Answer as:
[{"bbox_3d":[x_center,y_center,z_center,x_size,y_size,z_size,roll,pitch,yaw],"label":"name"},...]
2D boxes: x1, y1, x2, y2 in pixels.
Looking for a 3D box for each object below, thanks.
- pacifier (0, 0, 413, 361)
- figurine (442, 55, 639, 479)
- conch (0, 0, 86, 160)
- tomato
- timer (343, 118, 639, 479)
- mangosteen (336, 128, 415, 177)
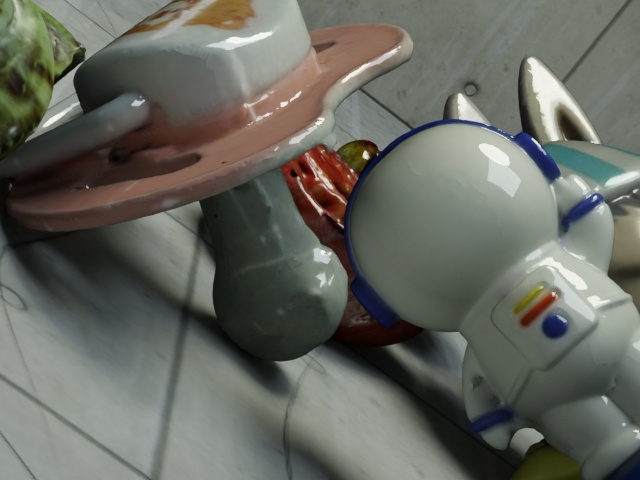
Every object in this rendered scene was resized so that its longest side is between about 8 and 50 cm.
[{"bbox_3d":[-0.064,-0.061,1.169,0.273,0.220,0.332,40,34,1],"label":"pacifier"},{"bbox_3d":[0.257,0.021,1.450,0.361,0.266,0.378,40,37,-74],"label":"figurine"},{"bbox_3d":[-0.216,-0.106,1.016,0.187,0.181,0.124,-34,106,-38],"label":"conch"},{"bbox_3d":[-0.003,0.003,1.427,0.228,0.101,0.228,44,13,-13],"label":"tomato"},{"bbox_3d":[0.169,0.082,1.078,0.383,0.270,0.270,49,13,11],"label":"timer"},{"bbox_3d":[0.083,-0.018,1.610,0.230,0.194,0.194,10,13,0],"label":"mangosteen"}]
